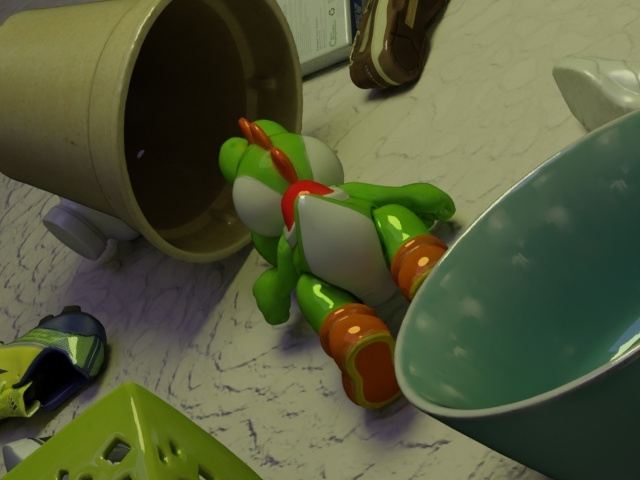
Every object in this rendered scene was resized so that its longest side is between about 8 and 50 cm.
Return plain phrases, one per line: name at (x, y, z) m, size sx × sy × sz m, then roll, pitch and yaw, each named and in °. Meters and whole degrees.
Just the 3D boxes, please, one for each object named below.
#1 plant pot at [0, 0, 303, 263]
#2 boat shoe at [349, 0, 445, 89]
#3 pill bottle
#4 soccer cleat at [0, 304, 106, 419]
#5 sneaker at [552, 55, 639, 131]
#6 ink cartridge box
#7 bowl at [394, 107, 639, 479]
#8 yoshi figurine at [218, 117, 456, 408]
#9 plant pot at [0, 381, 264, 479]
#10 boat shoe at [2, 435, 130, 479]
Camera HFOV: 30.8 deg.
plant pot at (-0.239, -0.161, 1.391) m, size 0.305 × 0.334 × 0.333 m, roll 11°, pitch 58°, yaw 32°
boat shoe at (0.093, -0.298, 1.491) m, size 0.095 × 0.095 × 0.257 m, roll -19°, pitch 38°, yaw 44°
pill bottle at (-0.269, -0.102, 1.614) m, size 0.146 × 0.146 × 0.264 m, roll 8°, pitch 57°, yaw 53°
soccer cleat at (-0.390, 0.185, 1.459) m, size 0.289 × 0.093 × 0.121 m, roll -30°, pitch 36°, yaw 21°
sneaker at (0.310, -0.138, 1.075) m, size 0.094 × 0.080 × 0.212 m, roll -39°, pitch 36°, yaw -15°
ink cartridge box at (-0.039, -0.337, 1.641) m, size 0.224 × 0.045 × 0.223 m, roll -14°, pitch 71°, yaw 37°
bowl at (0.221, 0.056, 0.805) m, size 0.311 × 0.163 × 0.311 m, roll -37°, pitch 19°, yaw 15°
yoshi figurine at (0.019, 0.010, 1.175) m, size 0.362 × 0.204 × 0.203 m, roll 50°, pitch 134°, yaw 46°
plant pot at (-0.146, 0.291, 0.927) m, size 0.227 × 0.228 × 0.207 m, roll -39°, pitch 37°, yaw 6°
boat shoe at (-0.245, 0.245, 1.220) m, size 0.102 × 0.108 × 0.301 m, roll -23°, pitch 4°, yaw -33°
